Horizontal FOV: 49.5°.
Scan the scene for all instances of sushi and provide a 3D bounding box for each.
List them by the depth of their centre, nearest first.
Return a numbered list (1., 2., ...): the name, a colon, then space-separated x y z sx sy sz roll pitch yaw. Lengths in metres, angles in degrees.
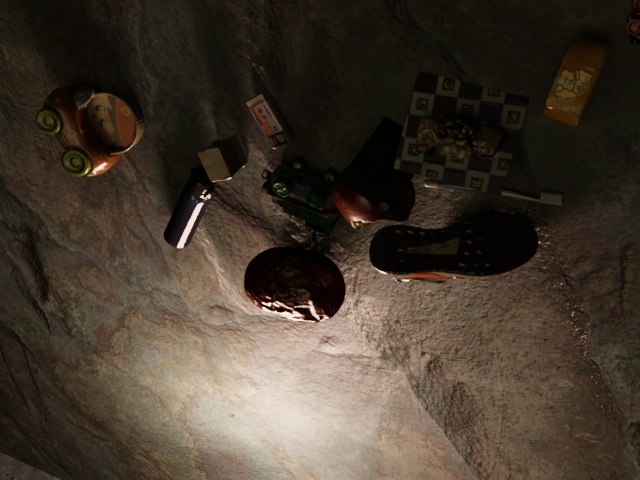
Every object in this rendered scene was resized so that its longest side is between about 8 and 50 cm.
1. sushi: 0.253 -0.200 1.282 0.215 0.050 0.192 17 100 17

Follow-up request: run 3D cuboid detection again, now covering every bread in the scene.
1. bread: 0.420 -0.261 1.155 0.073 0.122 0.149 24 130 16

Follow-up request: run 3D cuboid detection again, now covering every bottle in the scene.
1. bottle: -0.323 -0.078 1.731 0.082 0.072 0.244 50 134 18

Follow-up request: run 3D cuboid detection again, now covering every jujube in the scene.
1. jujube: -0.056 0.103 1.651 0.243 0.183 0.183 15 129 30

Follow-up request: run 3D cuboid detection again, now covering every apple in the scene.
1. apple: 0.099 -0.099 1.427 0.158 0.156 0.147 5 138 54

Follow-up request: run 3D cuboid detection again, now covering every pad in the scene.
1. pad: 0.130 -0.151 1.355 0.116 0.193 0.004 33 153 3

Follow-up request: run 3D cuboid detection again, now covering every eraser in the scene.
1. eraser: -0.109 -0.262 1.511 0.052 0.029 0.122 -18 112 37

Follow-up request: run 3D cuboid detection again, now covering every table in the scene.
1. table: -0.222 -0.190 1.588 0.062 0.083 0.079 -6 118 31

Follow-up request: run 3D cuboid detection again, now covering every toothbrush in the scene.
1. toothbrush: 0.339 -0.101 1.382 0.275 0.019 0.025 10 121 23

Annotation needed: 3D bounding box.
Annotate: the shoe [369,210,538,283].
1. shoe: 0.275 0.036 1.447 0.336 0.132 0.171 -5 161 8

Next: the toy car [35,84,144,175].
1. toy car: -0.538 -0.286 1.682 0.235 0.145 0.235 3 115 7

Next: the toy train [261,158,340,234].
1. toy train: -0.031 -0.094 1.549 0.227 0.091 0.136 20 140 16

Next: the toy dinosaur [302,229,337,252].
1. toy dinosaur: 0.000 0.000 1.635 0.083 0.030 0.047 16 130 19

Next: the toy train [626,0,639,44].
1. toy train: 0.527 -0.367 1.070 0.087 0.050 0.138 15 127 14
